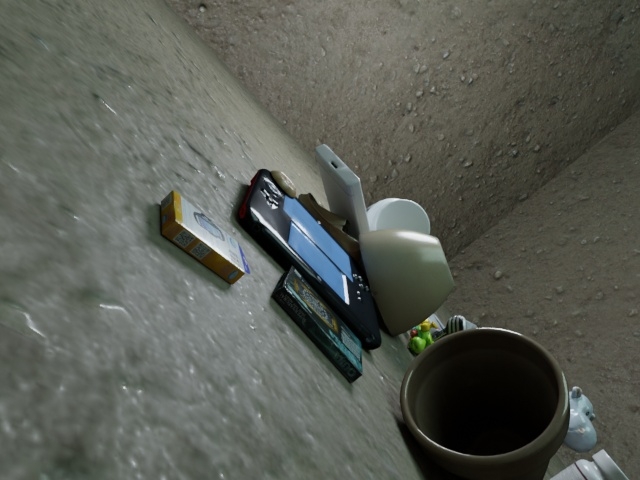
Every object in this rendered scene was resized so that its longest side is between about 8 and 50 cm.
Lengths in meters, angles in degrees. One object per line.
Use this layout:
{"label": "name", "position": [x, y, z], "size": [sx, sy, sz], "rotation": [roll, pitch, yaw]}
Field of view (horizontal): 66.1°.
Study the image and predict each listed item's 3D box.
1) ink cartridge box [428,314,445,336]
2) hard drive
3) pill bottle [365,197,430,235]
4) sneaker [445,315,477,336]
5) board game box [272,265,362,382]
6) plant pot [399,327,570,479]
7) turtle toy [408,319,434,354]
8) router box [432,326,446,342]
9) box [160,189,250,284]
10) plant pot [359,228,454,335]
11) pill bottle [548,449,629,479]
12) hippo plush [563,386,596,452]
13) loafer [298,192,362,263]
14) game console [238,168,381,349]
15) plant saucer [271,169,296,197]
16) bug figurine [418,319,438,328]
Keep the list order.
{"label": "ink cartridge box", "position": [0.378, 0.276, 1.840], "size": [0.239, 0.060, 0.275], "rotation": [57, 12, 29]}
{"label": "hard drive", "position": [0.080, -0.091, 1.493], "size": [0.233, 0.047, 0.353], "rotation": [54, -13, 45]}
{"label": "pill bottle", "position": [0.225, -0.031, 1.644], "size": [0.204, 0.204, 0.361], "rotation": [49, -6, -3]}
{"label": "sneaker", "position": [0.412, 0.330, 1.354], "size": [0.132, 0.086, 0.229], "rotation": [22, 66, -30]}
{"label": "board game box", "position": [0.000, 0.131, 0.800], "size": [0.186, 0.026, 0.126], "rotation": [49, 10, -6]}
{"label": "plant pot", "position": [0.295, 0.320, 0.846], "size": [0.229, 0.262, 0.263], "rotation": [63, 2, -31]}
{"label": "turtle toy", "position": [0.280, 0.278, 1.365], "size": [0.130, 0.066, 0.095], "rotation": [-5, 78, -75]}
{"label": "router box", "position": [0.368, 0.316, 1.451], "size": [0.092, 0.122, 0.038], "rotation": [45, 20, -19]}
{"label": "box", "position": [-0.147, 0.001, 0.641], "size": [0.136, 0.028, 0.081], "rotation": [46, 10, -35]}
{"label": "plant pot", "position": [0.238, 0.087, 1.289], "size": [0.284, 0.190, 0.284], "rotation": [-19, 90, -79]}
{"label": "pill bottle", "position": [0.661, 0.637, 1.244], "size": [0.121, 0.221, 0.121], "rotation": [48, 10, -11]}
{"label": "hippo plush", "position": [0.702, 0.557, 1.482], "size": [0.234, 0.236, 0.294], "rotation": [61, 27, -26]}
{"label": "loafer", "position": [0.036, -0.041, 1.410], "size": [0.269, 0.092, 0.102], "rotation": [53, 9, 13]}
{"label": "game console", "position": [-0.015, 0.022, 1.055], "size": [0.386, 0.060, 0.342], "rotation": [46, 10, -16]}
{"label": "plant saucer", "position": [-0.081, -0.134, 1.140], "size": [0.083, 0.015, 0.083], "rotation": [47, 12, -13]}
{"label": "bug figurine", "position": [0.246, 0.188, 1.537], "size": [0.279, 0.072, 0.216], "rotation": [51, 8, 14]}
